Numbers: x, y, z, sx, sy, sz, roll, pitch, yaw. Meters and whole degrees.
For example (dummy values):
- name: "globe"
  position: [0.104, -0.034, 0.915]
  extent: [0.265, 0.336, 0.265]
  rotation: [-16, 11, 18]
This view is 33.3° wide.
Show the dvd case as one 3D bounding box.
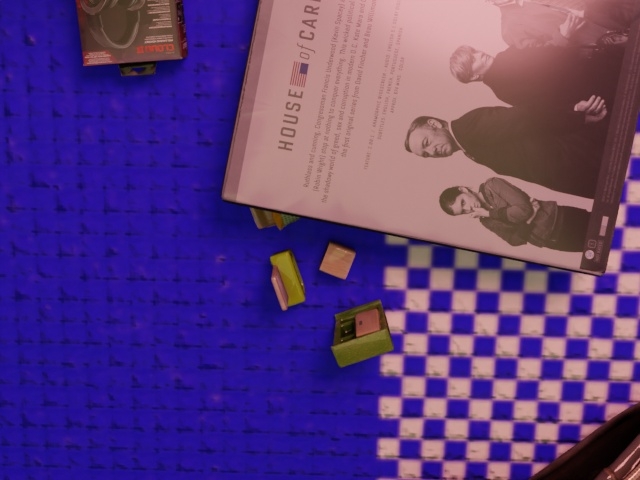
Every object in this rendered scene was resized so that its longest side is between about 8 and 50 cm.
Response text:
- name: "dvd case"
  position: [0.073, -0.088, 0.651]
  extent: [0.239, 0.029, 0.179]
  rotation: [11, 93, -1]

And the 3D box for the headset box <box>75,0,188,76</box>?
- name: "headset box"
  position: [-0.116, -0.143, 0.656]
  extent: [0.062, 0.032, 0.083]
  rotation: [-3, 104, 2]

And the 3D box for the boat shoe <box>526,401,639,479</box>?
- name: "boat shoe"
  position: [0.109, 0.222, 0.715]
  extent: [0.355, 0.132, 0.130]
  rotation: [-31, 93, 0]

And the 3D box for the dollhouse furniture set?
- name: "dollhouse furniture set"
  position: [0.000, 0.000, 0.679]
  extent: [0.076, 0.058, 0.151]
  rotation: [-18, 104, 6]
